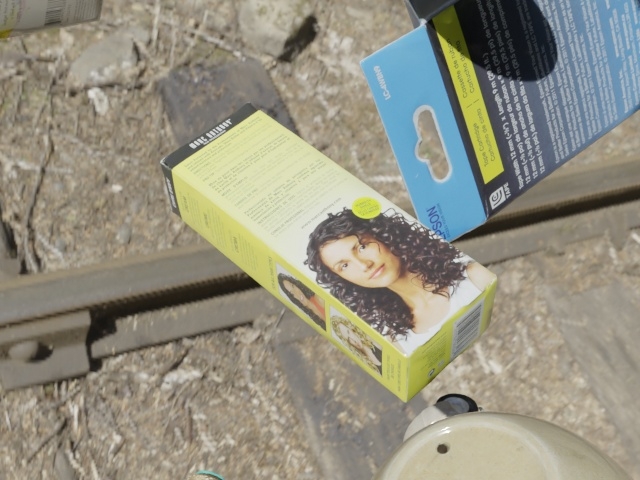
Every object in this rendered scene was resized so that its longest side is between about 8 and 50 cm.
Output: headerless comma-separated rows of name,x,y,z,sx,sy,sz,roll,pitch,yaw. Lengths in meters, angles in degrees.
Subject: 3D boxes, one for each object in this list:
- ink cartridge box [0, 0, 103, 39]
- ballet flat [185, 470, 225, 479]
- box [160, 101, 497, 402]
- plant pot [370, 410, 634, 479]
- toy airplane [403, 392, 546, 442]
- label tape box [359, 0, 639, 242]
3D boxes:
ink cartridge box,-0.332,-0.272,0.975,0.231,0.134,0.078,-20,65,-32
ballet flat,-0.150,0.339,1.113,0.073,0.206,0.067,17,45,3
box,0.000,0.000,0.650,0.232,0.058,0.087,36,60,29
plant pot,0.136,0.243,0.763,0.284,0.191,0.284,-13,42,12
toy airplane,0.156,0.385,1.185,0.272,0.386,0.384,27,91,36
label tape box,0.191,-0.185,1.019,0.348,0.249,0.115,-34,37,-12
